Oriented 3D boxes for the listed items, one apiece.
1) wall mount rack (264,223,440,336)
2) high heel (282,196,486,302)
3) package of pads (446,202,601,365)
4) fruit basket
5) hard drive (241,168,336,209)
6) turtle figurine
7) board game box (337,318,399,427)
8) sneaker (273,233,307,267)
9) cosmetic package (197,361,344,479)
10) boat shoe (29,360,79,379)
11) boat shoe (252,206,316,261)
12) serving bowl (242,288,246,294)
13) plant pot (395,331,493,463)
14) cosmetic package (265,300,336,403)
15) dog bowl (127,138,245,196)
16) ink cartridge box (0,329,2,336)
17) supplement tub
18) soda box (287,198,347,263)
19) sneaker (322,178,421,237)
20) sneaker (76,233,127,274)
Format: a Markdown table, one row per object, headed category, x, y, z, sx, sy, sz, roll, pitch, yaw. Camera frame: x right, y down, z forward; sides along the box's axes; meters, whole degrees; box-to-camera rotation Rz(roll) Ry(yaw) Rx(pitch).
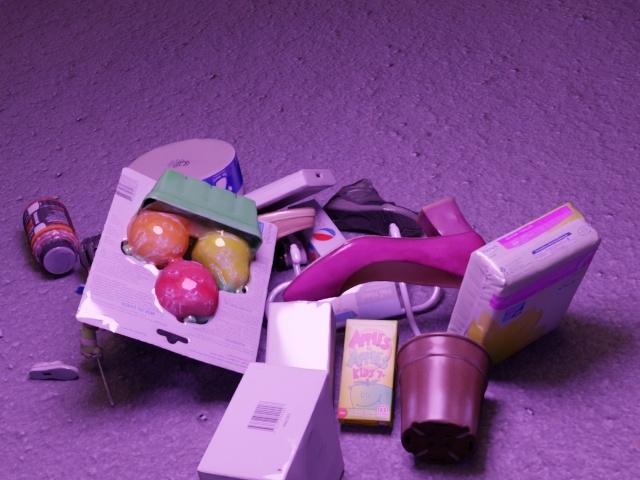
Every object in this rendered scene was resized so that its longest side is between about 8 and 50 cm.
| category | x | y | z | sx | sy | sz | roll | pitch | yaw |
| --- | --- | --- | --- | --- | --- | --- | --- | --- | --- |
| wall mount rack | 0.073 | 0.136 | 1.834 | 0.349 | 0.130 | 0.304 | -12 | 69 | -4 |
| high heel | 0.127 | 0.071 | 1.738 | 0.377 | 0.127 | 0.181 | -27 | 75 | -6 |
| package of pads | 0.348 | 0.087 | 1.694 | 0.229 | 0.297 | 0.101 | -25 | 58 | -24 |
| fruit basket | -0.251 | 0.056 | 1.782 | 0.326 | 0.165 | 0.353 | 20 | 55 | -15 |
| hard drive | -0.135 | -0.073 | 2.041 | 0.307 | 0.040 | 0.203 | -22 | -3 | 18 |
| turtle figurine | -0.354 | 0.166 | 1.864 | 0.274 | 0.198 | 0.266 | 40 | 14 | -6 |
| board game box | 0.085 | 0.230 | 1.696 | 0.092 | 0.043 | 0.181 | 1 | 65 | 12 |
| sneaker | -0.100 | 0.005 | 2.083 | 0.074 | 0.063 | 0.170 | -20 | 42 | -27 |
| cosmetic package | -0.067 | 0.347 | 1.478 | 0.138 | 0.225 | 0.224 | 3 | 37 | 19 |
| boat shoe | -0.507 | 0.245 | 1.859 | 0.100 | 0.035 | 0.035 | -5 | 38 | 14 |
| boat shoe | -0.160 | 0.021 | 2.001 | 0.341 | 0.110 | 0.121 | -20 | -2 | 8 |
| serving bowl | -0.186 | 0.125 | 1.967 | 0.083 | 0.027 | 0.083 | -5 | 36 | 4 |
| plant pot | 0.201 | 0.266 | 1.604 | 0.166 | 0.167 | 0.165 | 0 | 44 | 10 |
| cosmetic package | -0.035 | 0.226 | 1.683 | 0.117 | 0.085 | 0.231 | -1 | 60 | 8 |
| dog bowl | -0.314 | -0.136 | 2.254 | 0.264 | 0.104 | 0.265 | -8 | 30 | 5 |
| ink cartridge box | -0.767 | 0.157 | 1.917 | 0.219 | 0.160 | 0.092 | -25 | 38 | -23 |
| supplement tub | -0.596 | -0.007 | 2.156 | 0.106 | 0.106 | 0.198 | -19 | 37 | -15 |
| soda box | 0.000 | 0.000 | 2.062 | 0.069 | 0.074 | 0.216 | -18 | 37 | -14 |
| sneaker | 0.126 | -0.076 | 2.132 | 0.227 | 0.087 | 0.130 | 7 | 43 | 25 |
| sneaker | -0.432 | 0.031 | 2.022 | 0.146 | 0.105 | 0.296 | -21 | 7 | -7 |
